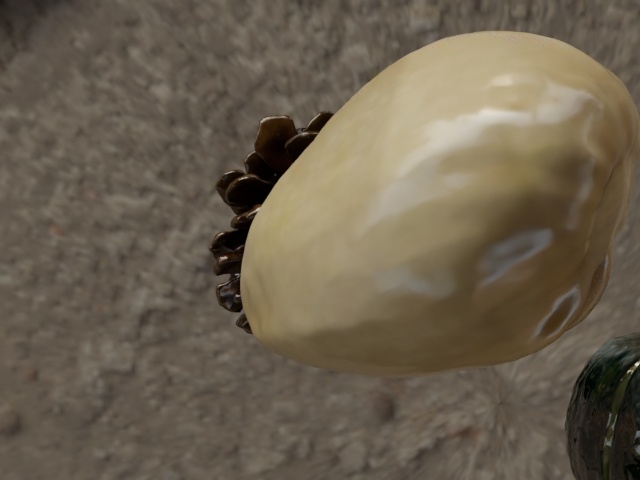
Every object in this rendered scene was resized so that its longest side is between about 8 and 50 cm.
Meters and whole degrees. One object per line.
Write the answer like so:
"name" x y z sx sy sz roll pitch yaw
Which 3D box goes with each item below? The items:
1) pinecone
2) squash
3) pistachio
"pinecone" -0.001 0.001 1.628 0.202 0.201 0.229 -3 117 27
"squash" 0.314 0.148 1.312 0.252 0.252 0.165 5 105 6
"pistachio" 0.078 -0.013 1.161 0.318 0.193 0.214 -28 88 30
